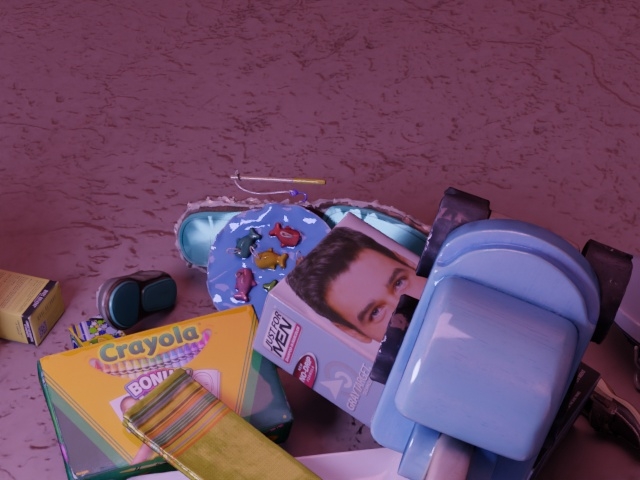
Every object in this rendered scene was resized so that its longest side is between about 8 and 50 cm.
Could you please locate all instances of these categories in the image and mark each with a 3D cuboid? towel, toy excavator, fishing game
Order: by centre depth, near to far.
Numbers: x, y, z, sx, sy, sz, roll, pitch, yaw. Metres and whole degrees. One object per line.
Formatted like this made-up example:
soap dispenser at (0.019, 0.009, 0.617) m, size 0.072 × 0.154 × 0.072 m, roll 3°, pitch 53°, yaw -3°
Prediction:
toy excavator at (0.137, 0.208, 1.663) m, size 0.222 × 0.433 × 0.445 m, roll 22°, pitch 23°, yaw 4°
towel at (-0.114, 0.245, 1.883) m, size 0.237 × 0.021 × 0.102 m, roll 35°, pitch 59°, yaw 21°
fishing game at (-0.066, 0.036, 2.150) m, size 0.189 × 0.041 × 0.264 m, roll 8°, pitch 77°, yaw 16°

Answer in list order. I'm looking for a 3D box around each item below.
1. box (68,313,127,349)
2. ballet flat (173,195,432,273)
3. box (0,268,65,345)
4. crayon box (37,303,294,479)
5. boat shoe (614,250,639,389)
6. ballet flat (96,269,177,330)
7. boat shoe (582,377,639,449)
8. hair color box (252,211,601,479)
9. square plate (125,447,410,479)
box at (-0.264, 0.165, 2.106) m, size 0.059 × 0.054 × 0.169 m, roll -25°, pitch 42°, yaw -23°
ballet flat at (0.000, 0.000, 2.238) m, size 0.409 × 0.147 × 0.147 m, roll 10°, pitch 40°, yaw 17°
box at (-0.478, 0.080, 2.235) m, size 0.232 × 0.058 × 0.087 m, roll 11°, pitch 41°, yaw 18°
crayon box at (-0.191, 0.196, 1.982) m, size 0.278 × 0.081 × 0.165 m, roll -14°, pitch 65°, yaw -15°
boat shoe at (0.443, 0.135, 2.030) m, size 0.113 × 0.105 × 0.306 m, roll -23°, pitch 48°, yaw -27°
ballet flat at (-0.262, 0.079, 2.154) m, size 0.068 × 0.072 × 0.213 m, roll 4°, pitch 5°, yaw 19°
boat shoe at (0.351, 0.216, 1.981) m, size 0.049 × 0.056 × 0.152 m, roll -23°, pitch 32°, yaw -14°
hair color box at (0.126, 0.145, 1.953) m, size 0.374 × 0.113 × 0.185 m, roll 33°, pitch 49°, yaw 14°
square plate at (-0.049, 0.383, 1.809) m, size 0.344 × 0.049 × 0.347 m, roll -6°, pitch 38°, yaw -1°
